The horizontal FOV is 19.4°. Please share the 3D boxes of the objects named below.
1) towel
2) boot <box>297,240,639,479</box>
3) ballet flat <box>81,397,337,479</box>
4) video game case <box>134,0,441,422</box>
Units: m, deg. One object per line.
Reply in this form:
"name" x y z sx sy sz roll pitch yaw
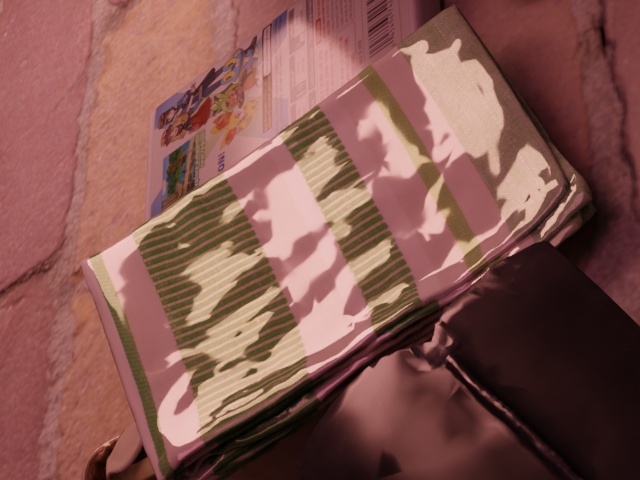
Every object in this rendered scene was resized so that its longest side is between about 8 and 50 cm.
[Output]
"towel" 0.000 0.000 1.233 0.325 0.038 0.248 -35 42 7
"boot" 0.085 0.212 0.881 0.367 0.146 0.445 -28 37 -9
"ballet flat" -0.069 0.132 1.265 0.248 0.086 0.086 -29 43 36
"video game case" -0.024 -0.045 1.397 0.300 0.036 0.329 -33 41 32
